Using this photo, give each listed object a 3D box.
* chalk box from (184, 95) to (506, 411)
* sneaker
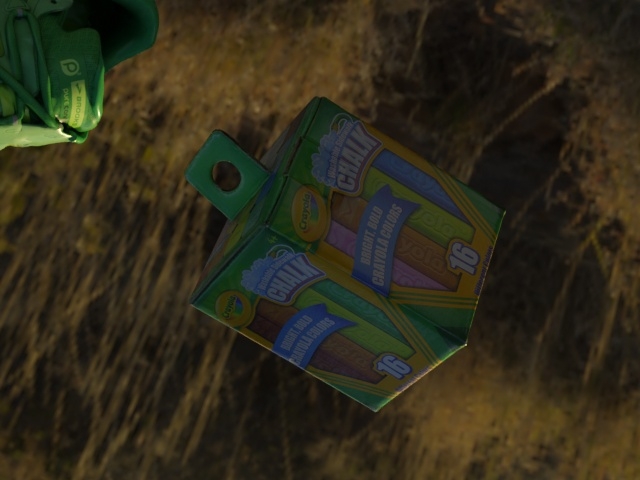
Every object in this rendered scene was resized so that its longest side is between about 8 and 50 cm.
[{"bbox_3d":[0.000,0.000,0.987,0.213,0.132,0.132,30,142,-11],"label":"chalk box"},{"bbox_3d":[-0.195,-0.103,0.815,0.124,0.295,0.109,16,128,19],"label":"sneaker"}]
